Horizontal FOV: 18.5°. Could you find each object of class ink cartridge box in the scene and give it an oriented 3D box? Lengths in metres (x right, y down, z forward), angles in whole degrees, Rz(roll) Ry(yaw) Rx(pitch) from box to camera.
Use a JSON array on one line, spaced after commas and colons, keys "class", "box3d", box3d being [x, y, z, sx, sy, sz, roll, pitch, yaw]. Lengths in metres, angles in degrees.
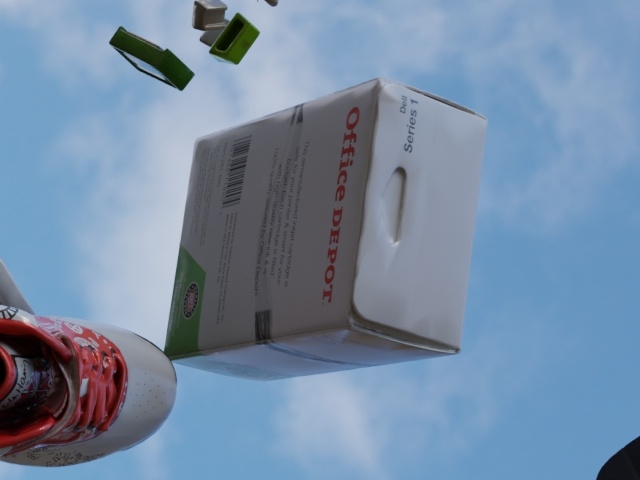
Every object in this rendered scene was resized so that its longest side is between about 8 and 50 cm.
[{"class": "ink cartridge box", "box3d": [0.000, 0.000, 1.260, 0.219, 0.093, 0.160, -12, -114, 54]}]

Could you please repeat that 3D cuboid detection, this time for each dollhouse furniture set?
[{"class": "dollhouse furniture set", "box3d": [-0.075, -0.177, 1.369, 0.058, 0.076, 0.151, 30, -98, 44]}]

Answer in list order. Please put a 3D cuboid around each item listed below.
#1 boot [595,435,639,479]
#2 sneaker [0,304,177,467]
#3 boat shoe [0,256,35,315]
[{"class": "boot", "box3d": [0.271, 0.143, 1.235, 0.082, 0.219, 0.106, 56, -13, 43]}, {"class": "sneaker", "box3d": [-0.154, 0.083, 1.070, 0.145, 0.270, 0.090, 7, -95, 48]}, {"class": "boat shoe", "box3d": [-0.320, -0.012, 1.593, 0.076, 0.080, 0.228, -33, -96, -8]}]
